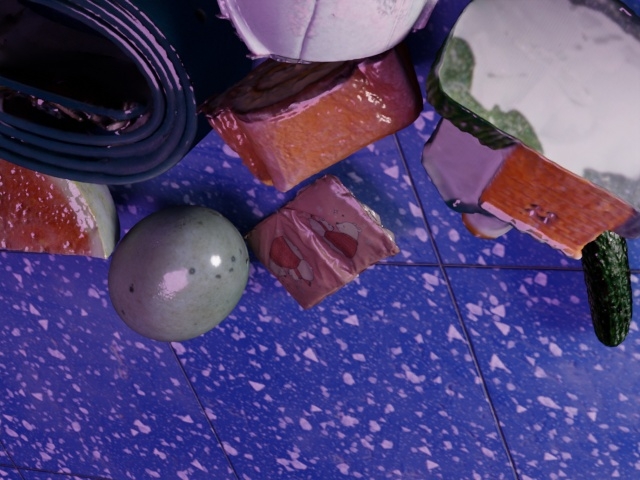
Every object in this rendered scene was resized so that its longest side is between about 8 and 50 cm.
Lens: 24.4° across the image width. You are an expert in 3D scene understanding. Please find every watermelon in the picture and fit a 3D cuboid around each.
[{"bbox_3d":[-0.365,-0.060,1.930,0.260,0.176,0.256,7,160,15],"label":"watermelon"}]

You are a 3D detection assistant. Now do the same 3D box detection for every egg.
[{"bbox_3d":[-0.184,0.043,1.914,0.169,0.169,0.236,45,144,-12],"label":"egg"}]

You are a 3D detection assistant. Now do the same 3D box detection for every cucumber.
[{"bbox_3d":[0.323,0.045,1.678,0.058,0.052,0.214,25,143,41],"label":"cucumber"}]

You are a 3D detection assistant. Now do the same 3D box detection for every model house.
[{"bbox_3d":[0.223,-0.103,1.540,0.271,0.190,0.301,30,154,0],"label":"model house"}]

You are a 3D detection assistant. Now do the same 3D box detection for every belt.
[{"bbox_3d":[-0.299,-0.236,1.724,0.437,0.173,0.300,14,127,17],"label":"belt"}]

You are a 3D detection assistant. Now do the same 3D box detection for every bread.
[{"bbox_3d":[-0.004,-0.151,1.577,0.244,0.190,0.123,-24,117,19],"label":"bread"}]

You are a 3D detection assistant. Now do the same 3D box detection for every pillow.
[{"bbox_3d":[0.000,0.000,1.847,0.135,0.049,0.248,44,143,-7],"label":"pillow"}]

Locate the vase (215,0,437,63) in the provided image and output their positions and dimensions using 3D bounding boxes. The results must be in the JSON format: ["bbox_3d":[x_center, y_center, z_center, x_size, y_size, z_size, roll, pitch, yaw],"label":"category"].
[{"bbox_3d":[0.015,-0.389,1.340,0.250,0.250,0.445,19,132,17],"label":"vase"}]
